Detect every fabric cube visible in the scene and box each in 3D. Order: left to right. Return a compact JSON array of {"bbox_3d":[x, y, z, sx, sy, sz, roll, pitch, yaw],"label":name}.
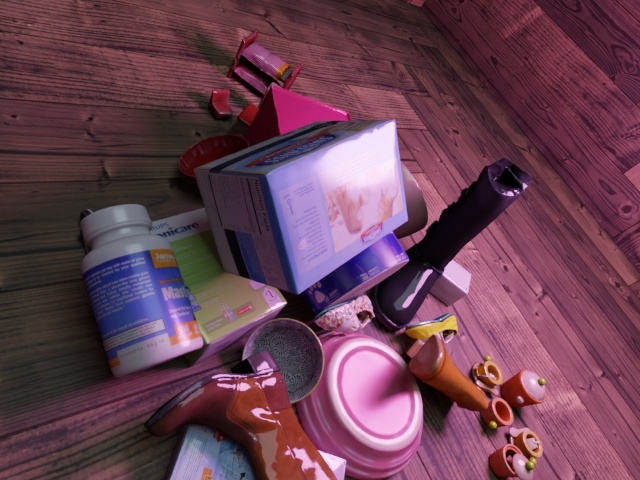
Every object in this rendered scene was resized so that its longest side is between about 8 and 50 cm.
[{"bbox_3d":[-0.064,-0.209,1.239,0.254,0.258,0.258,13,49,-29],"label":"fabric cube"}]

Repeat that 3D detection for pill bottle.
[{"bbox_3d":[-0.316,0.081,0.783,0.153,0.152,0.271,-14,80,-42],"label":"pill bottle"}]

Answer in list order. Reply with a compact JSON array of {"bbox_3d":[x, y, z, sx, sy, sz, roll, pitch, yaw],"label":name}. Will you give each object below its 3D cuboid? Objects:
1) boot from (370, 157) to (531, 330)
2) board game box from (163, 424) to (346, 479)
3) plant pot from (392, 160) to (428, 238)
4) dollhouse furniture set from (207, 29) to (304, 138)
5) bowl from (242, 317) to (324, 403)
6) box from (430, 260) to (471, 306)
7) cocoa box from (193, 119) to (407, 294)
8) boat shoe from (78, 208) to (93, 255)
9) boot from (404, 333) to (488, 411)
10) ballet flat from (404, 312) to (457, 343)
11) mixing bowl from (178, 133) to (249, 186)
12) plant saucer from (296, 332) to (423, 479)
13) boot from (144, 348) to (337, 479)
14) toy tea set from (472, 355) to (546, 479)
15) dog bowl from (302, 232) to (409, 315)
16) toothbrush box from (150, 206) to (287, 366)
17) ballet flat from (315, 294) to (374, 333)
[{"bbox_3d":[0.342,0.011,1.208,0.146,0.445,0.367,40,42,-2],"label":"boot"},{"bbox_3d":[-0.122,0.484,0.754,0.318,0.066,0.318,28,43,-14],"label":"board game box"},{"bbox_3d":[0.149,-0.105,1.334,0.191,0.284,0.284,-32,75,-11],"label":"plant pot"},{"bbox_3d":[-0.217,-0.495,1.444,0.201,0.152,0.374,32,43,-10],"label":"dollhouse furniture set"},{"bbox_3d":[-0.072,0.250,0.956,0.170,0.080,0.169,-1,79,6],"label":"bowl"},{"bbox_3d":[0.400,0.128,1.421,0.101,0.087,0.102,38,42,-4],"label":"box"},{"bbox_3d":[-0.022,-0.087,0.906,0.347,0.228,0.231,-31,119,-37],"label":"cocoa box"},{"bbox_3d":[-0.473,-0.008,0.930,0.038,0.046,0.125,-11,71,-47],"label":"boat shoe"},{"bbox_3d":[0.314,0.327,1.078,0.211,0.295,0.104,39,86,7],"label":"boot"},{"bbox_3d":[0.319,0.253,1.260,0.231,0.077,0.077,-1,70,-48],"label":"ballet flat"},{"bbox_3d":[-0.258,-0.183,1.168,0.182,0.098,0.181,-7,46,7],"label":"mixing bowl"},{"bbox_3d":[0.106,0.351,1.022,0.333,0.084,0.331,19,47,-22],"label":"plant saucer"},{"bbox_3d":[-0.128,0.358,0.769,0.264,0.096,0.280,-11,68,-52],"label":"boot"},{"bbox_3d":[0.529,0.465,1.204,0.200,0.124,0.335,24,44,-18],"label":"toy tea set"},{"bbox_3d":[0.076,0.073,1.096,0.265,0.265,0.104,-19,74,-44],"label":"dog bowl"},{"bbox_3d":[-0.243,0.083,0.961,0.206,0.122,0.283,-24,72,-44],"label":"toothbrush box"},{"bbox_3d":[0.073,0.183,1.097,0.077,0.091,0.241,57,26,14],"label":"ballet flat"}]
